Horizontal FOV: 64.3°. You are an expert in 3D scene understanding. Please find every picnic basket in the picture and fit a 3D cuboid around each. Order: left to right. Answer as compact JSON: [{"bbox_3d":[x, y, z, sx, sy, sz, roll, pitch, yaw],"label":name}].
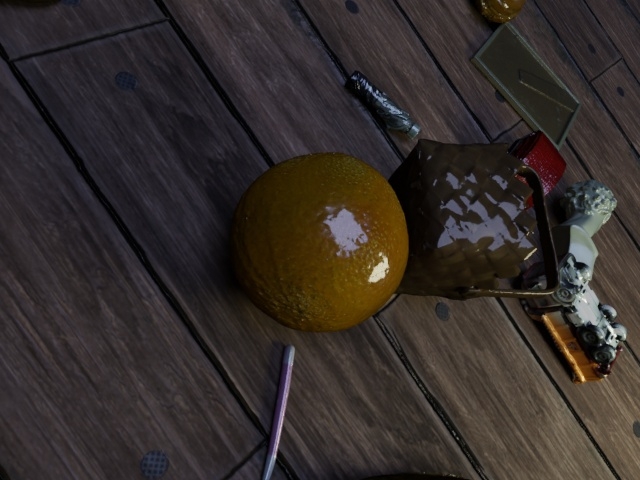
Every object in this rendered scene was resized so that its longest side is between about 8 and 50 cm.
[{"bbox_3d":[0.264,-0.025,0.902,0.320,0.291,0.254,2,70,-16],"label":"picnic basket"}]

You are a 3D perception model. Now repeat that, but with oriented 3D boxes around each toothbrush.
[{"bbox_3d":[-0.067,0.298,0.760,0.025,0.020,0.287,24,62,-30],"label":"toothbrush"}]

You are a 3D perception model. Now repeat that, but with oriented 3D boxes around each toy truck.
[{"bbox_3d":[0.542,0.165,1.088,0.114,0.135,0.271,-35,95,-36],"label":"toy truck"}]

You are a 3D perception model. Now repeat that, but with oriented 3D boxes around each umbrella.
[{"bbox_3d":[0.131,-0.283,1.074,0.188,0.050,0.046,38,38,-11],"label":"umbrella"}]

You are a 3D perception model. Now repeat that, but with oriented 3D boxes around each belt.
[{"bbox_3d":[0.467,-0.166,1.166,0.124,0.128,0.201,48,58,-7],"label":"belt"}]

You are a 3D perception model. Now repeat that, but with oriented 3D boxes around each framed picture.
[{"bbox_3d":[0.567,-0.426,1.381,0.335,0.022,0.247,45,57,-8],"label":"framed picture"}]

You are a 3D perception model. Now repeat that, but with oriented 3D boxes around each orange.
[{"bbox_3d":[0.000,0.000,0.764,0.274,0.274,0.274,10,67,-26],"label":"orange"}]

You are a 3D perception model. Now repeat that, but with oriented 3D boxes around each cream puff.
[{"bbox_3d":[0.478,-0.651,1.366,0.143,0.103,0.126,16,78,-23],"label":"cream puff"}]

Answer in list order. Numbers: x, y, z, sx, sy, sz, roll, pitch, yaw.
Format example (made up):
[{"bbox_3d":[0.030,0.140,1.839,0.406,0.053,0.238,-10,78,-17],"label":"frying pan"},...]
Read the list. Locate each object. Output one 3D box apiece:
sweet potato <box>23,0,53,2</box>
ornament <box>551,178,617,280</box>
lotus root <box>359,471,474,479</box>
[{"bbox_3d":[-0.581,-0.470,0.701,0.422,0.130,0.131,35,59,-21],"label":"sweet potato"},{"bbox_3d":[0.607,-0.028,1.194,0.120,0.130,0.285,33,59,0],"label":"ornament"},{"bbox_3d":[0.152,0.441,0.733,0.397,0.179,0.196,15,63,-25],"label":"lotus root"}]
